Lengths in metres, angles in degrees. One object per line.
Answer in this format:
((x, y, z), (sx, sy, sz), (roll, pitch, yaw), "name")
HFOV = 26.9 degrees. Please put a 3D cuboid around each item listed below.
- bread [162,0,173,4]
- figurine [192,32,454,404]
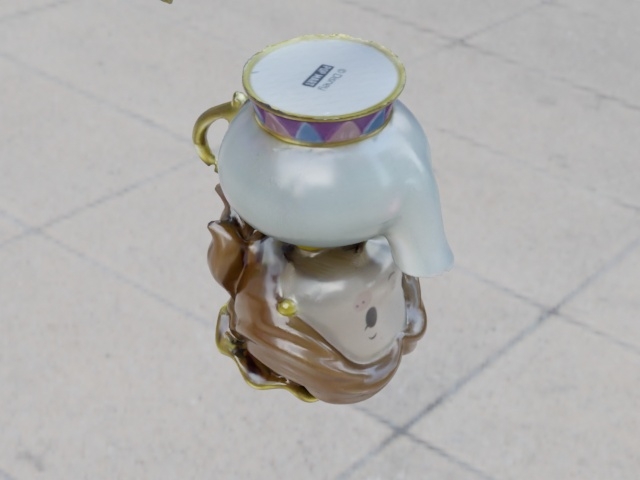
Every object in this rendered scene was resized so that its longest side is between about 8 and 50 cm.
((-0.188, -0.393, 1.557), (0.088, 0.232, 0.128), (4, 15, 6), "bread")
((0.000, 0.000, 0.890), (0.189, 0.263, 0.142), (23, 44, 25), "figurine")
